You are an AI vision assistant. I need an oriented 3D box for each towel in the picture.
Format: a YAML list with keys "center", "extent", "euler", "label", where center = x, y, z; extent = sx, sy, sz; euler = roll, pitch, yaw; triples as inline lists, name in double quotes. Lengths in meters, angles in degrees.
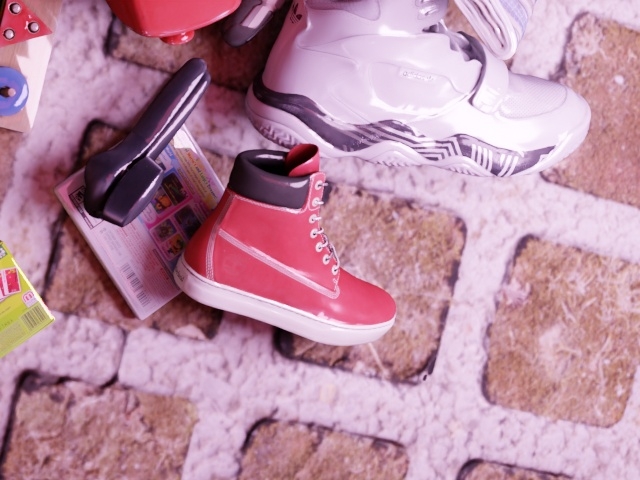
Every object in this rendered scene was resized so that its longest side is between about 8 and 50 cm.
- center: [0.142, -0.290, 1.686]
  extent: [0.034, 0.285, 0.209]
  euler: [-32, 99, 21]
  label: "towel"

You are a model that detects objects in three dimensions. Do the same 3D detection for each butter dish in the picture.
- center: [-0.141, -0.239, 1.652]
  extent: [0.160, 0.160, 0.118]
  euler: [-20, 127, -20]
  label: "butter dish"

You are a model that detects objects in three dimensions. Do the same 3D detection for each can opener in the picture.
- center: [-0.162, -0.094, 1.675]
  extent: [0.073, 0.059, 0.186]
  euler: [31, 71, 6]
  label: "can opener"

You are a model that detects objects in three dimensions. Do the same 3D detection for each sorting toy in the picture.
- center: [-0.308, -0.186, 1.622]
  extent: [0.132, 0.046, 0.275]
  euler: [14, 90, -25]
  label: "sorting toy"

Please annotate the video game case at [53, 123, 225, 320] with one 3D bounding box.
- center: [-0.160, -0.026, 1.720]
  extent: [0.143, 0.019, 0.157]
  euler: [-37, 108, -16]
  label: "video game case"

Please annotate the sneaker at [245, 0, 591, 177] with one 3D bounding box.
- center: [0.120, -0.183, 1.721]
  extent: [0.365, 0.137, 0.210]
  euler: [3, 125, -20]
  label: "sneaker"

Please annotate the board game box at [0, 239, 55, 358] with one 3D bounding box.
- center: [-0.348, 0.087, 1.636]
  extent: [0.181, 0.043, 0.092]
  euler: [-37, 108, -16]
  label: "board game box"

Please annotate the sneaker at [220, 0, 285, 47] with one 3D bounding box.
- center: [-0.060, -0.308, 1.709]
  extent: [0.132, 0.086, 0.229]
  euler: [36, 85, -6]
  label: "sneaker"

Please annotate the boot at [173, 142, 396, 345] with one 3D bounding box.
- center: [0.000, 0.000, 1.717]
  extent: [0.244, 0.088, 0.176]
  euler: [17, 113, -32]
  label: "boot"
